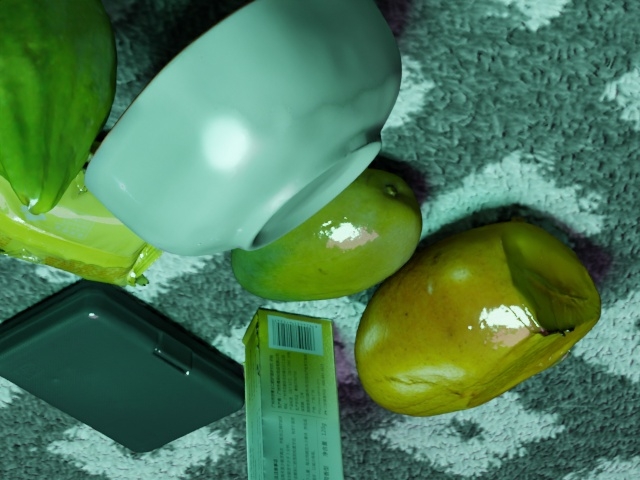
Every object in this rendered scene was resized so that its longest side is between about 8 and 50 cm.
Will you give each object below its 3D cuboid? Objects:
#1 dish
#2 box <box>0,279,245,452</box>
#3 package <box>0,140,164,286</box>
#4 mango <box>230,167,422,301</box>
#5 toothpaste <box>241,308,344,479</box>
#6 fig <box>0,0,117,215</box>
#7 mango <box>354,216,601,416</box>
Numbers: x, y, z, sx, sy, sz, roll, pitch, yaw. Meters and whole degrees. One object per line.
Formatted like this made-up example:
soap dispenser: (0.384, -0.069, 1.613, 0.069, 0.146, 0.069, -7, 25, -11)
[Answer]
dish: (-0.040, -0.076, 1.184, 0.256, 0.117, 0.256, -38, 171, -7)
box: (-0.200, 0.129, 1.584, 0.160, 0.050, 0.230, -27, 135, 28)
package: (-0.219, -0.032, 1.350, 0.226, 0.090, 0.168, 21, 139, -23)
mango: (0.000, 0.000, 1.412, 0.130, 0.092, 0.194, 25, 142, -34)
toothpaste: (-0.024, 0.211, 1.488, 0.089, 0.313, 0.071, 10, 140, -18)
fig: (-0.214, -0.131, 1.148, 0.167, 0.233, 0.167, -35, 145, -28)
mango: (0.123, 0.085, 1.489, 0.257, 0.138, 0.187, -32, 152, 36)
